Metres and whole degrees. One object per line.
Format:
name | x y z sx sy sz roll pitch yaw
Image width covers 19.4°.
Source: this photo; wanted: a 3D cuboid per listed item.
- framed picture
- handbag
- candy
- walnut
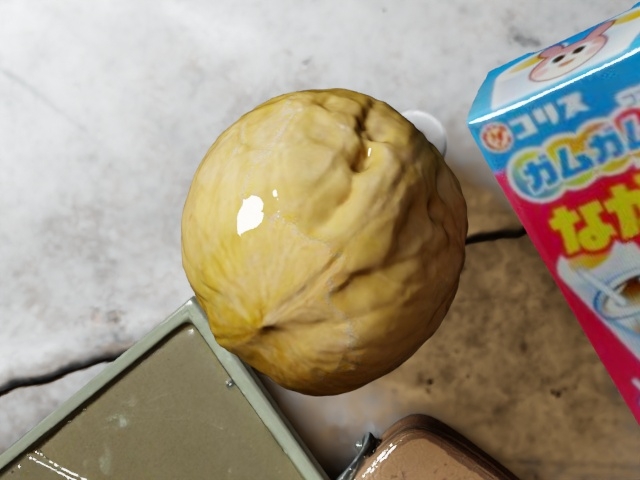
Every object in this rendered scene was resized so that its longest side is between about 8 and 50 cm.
framed picture | -0.085 0.232 1.332 0.232 0.024 0.315 -39 80 14
handbag | 0.056 0.225 1.354 0.151 0.072 0.193 43 98 -3
candy | 0.242 -0.002 1.256 0.157 0.100 0.306 -23 107 28
walnut | 0.000 0.000 1.255 0.195 0.222 0.195 8 122 13
